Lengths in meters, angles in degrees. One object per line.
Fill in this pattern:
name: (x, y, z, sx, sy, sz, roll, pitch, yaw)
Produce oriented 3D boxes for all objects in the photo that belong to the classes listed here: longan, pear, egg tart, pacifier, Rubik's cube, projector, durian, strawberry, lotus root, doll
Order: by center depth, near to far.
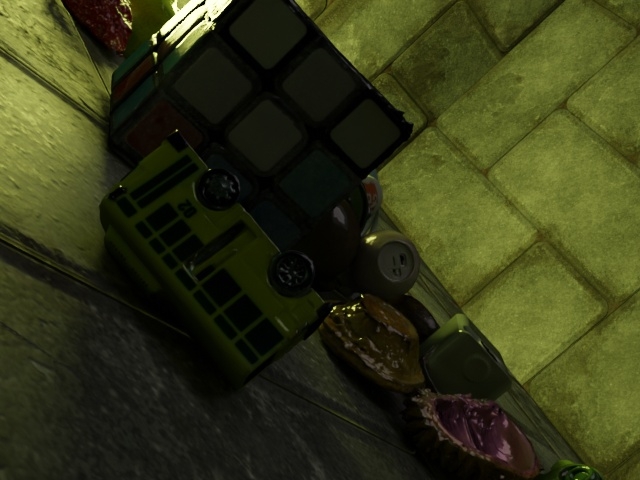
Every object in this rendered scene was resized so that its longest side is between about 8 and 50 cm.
Rubik's cube: (-0.113, -0.222, 1.376, 0.362, 0.363, 0.359, 41, 13, -28)
durian: (0.258, 0.361, 1.410, 0.341, 0.112, 0.191, 21, 34, -48)
egg tart: (0.098, 0.170, 1.430, 0.241, 0.106, 0.241, 34, 12, -8)
longan: (0.000, 0.000, 1.614, 0.185, 0.159, 0.205, -155, -121, -82)
projector: (0.271, 0.267, 1.648, 0.163, 0.177, 0.242, 47, 10, 2)
strawberry: (-0.452, -0.479, 1.684, 0.174, 0.098, 0.228, 39, 11, -40)
doll: (0.104, 0.058, 1.737, 0.151, 0.151, 0.287, 46, -16, -8)
lotus root: (0.208, 0.201, 1.845, 0.120, 0.120, 0.209, 37, 10, -49)
pear: (-0.335, -0.433, 1.872, 0.292, 0.159, 0.292, 48, 11, -12)
pacifier: (0.040, -0.120, 2.311, 0.233, 0.244, 0.299, 18, 15, 35)

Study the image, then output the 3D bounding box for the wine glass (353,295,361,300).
wine glass: (0.119, 0.168, 1.690, 0.072, 0.072, 0.155, 54, 10, 35)

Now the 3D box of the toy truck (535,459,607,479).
toy truck: (0.425, 0.469, 1.467, 0.148, 0.187, 0.210, 63, 4, -12)

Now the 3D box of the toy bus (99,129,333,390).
toy bus: (-0.123, 0.025, 0.902, 0.262, 0.150, 0.128, 48, -20, 8)

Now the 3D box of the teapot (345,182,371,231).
teapot: (-0.014, -0.093, 1.895, 0.270, 0.200, 0.337, 17, 7, 3)

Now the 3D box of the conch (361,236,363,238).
conch: (0.087, 0.030, 2.051, 0.173, 0.105, 0.116, -114, -173, -48)
